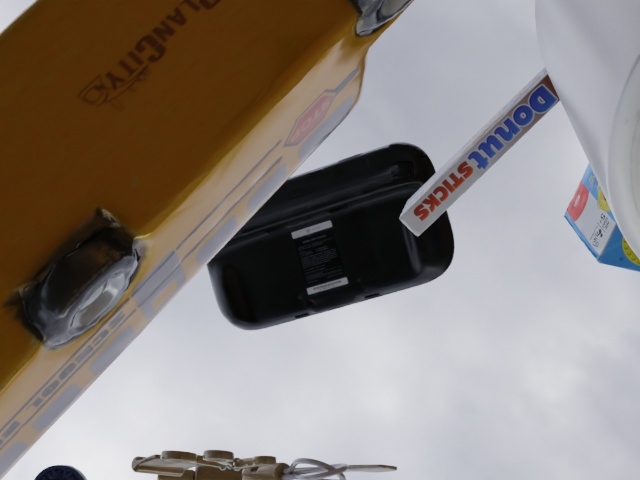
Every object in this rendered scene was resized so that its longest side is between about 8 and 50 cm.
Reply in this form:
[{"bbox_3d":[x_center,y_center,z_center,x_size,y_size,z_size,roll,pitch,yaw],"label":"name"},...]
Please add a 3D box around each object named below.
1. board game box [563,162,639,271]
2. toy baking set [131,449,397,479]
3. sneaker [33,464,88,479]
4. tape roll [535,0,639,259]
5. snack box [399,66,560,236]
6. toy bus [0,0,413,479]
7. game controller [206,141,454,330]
[{"bbox_3d":[0.410,-0.099,1.008,0.308,0.302,0.086,11,-154,-16],"label":"board game box"},{"bbox_3d":[-0.062,0.241,1.213,0.256,0.197,0.030,7,-106,-13],"label":"toy baking set"},{"bbox_3d":[-0.269,0.339,1.175,0.081,0.090,0.232,12,-106,0],"label":"sneaker"},{"bbox_3d":[0.252,-0.104,0.640,0.246,0.246,0.169,30,-151,-24],"label":"tape roll"},{"bbox_3d":[0.125,-0.075,0.815,0.022,0.178,0.064,45,-164,-1],"label":"snack box"},{"bbox_3d":[-0.080,-0.044,0.513,0.108,0.130,0.333,41,-102,11],"label":"toy bus"},{"bbox_3d":[0.000,0.000,1.412,0.067,0.319,0.166,-27,-81,-65],"label":"game controller"}]
